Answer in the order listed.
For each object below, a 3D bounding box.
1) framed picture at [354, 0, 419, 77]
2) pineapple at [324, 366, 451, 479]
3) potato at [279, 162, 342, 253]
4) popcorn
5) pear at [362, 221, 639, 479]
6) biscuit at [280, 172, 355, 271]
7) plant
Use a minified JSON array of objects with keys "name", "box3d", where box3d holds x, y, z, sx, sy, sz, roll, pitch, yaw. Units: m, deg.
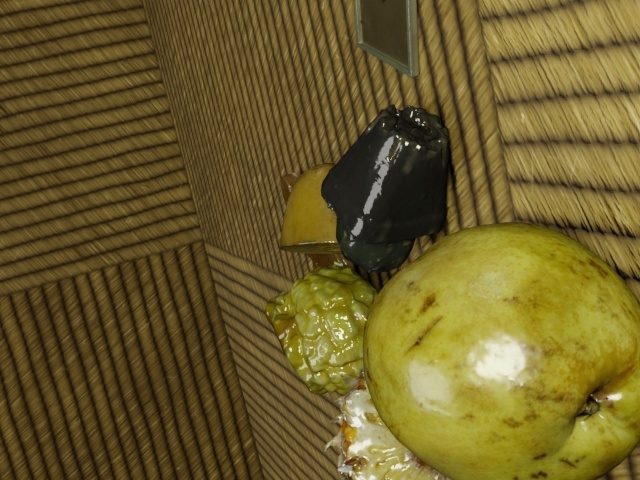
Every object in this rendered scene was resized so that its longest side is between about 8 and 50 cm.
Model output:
[{"name":"framed picture","box3d":[0.087,-0.374,1.257,0.184,0.016,0.249,-135,33,-55]},{"name":"pineapple","box3d":[0.117,0.362,1.334,0.344,0.209,0.286,58,171,17]},{"name":"potato","box3d":[0.015,-0.057,1.543,0.203,0.178,0.157,16,-108,-83]},{"name":"popcorn","box3d":[0.012,0.157,1.577,0.252,0.206,0.236,-3,79,29]},{"name":"pear","box3d":[0.208,0.128,0.940,0.304,0.304,0.303,163,90,-72]},{"name":"biscuit","box3d":[0.000,0.000,1.785,0.301,0.049,0.196,-129,24,-49]},{"name":"plant","box3d":[0.097,-0.070,1.276,0.142,0.165,0.256,53,138,38]}]
